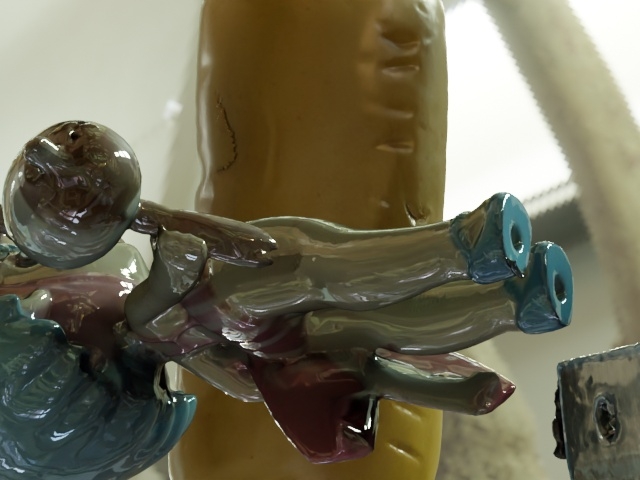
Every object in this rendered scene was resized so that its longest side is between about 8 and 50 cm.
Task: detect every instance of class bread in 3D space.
[{"bbox_3d":[0.000,0.000,1.003,0.091,0.142,0.305,168,-75,-65],"label":"bread"}]

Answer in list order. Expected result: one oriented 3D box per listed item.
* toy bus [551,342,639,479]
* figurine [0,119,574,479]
[{"bbox_3d":[0.178,0.178,0.746,0.106,0.131,0.297,151,-73,-73],"label":"toy bus"},{"bbox_3d":[-0.048,0.029,0.688,0.260,0.205,0.103,-9,-109,28],"label":"figurine"}]
